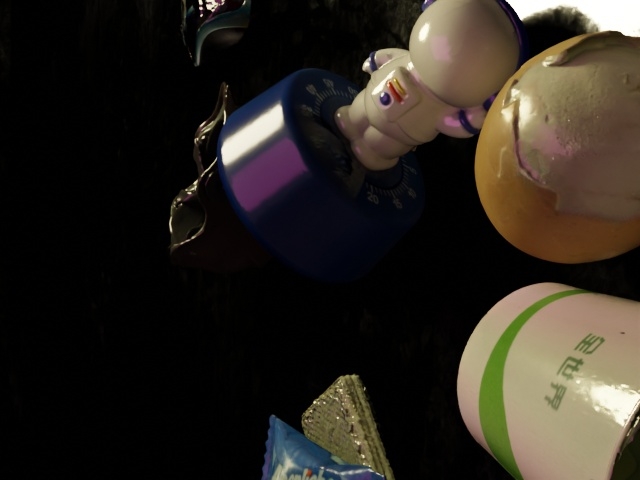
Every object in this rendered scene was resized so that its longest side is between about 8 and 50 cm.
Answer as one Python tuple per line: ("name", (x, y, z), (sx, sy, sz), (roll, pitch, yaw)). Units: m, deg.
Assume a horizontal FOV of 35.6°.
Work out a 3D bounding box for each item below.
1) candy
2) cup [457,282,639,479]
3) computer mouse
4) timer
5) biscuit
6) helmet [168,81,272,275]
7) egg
("candy", (-0.011, 0.366, 1.378), (0.331, 0.077, 0.187), (7, 89, 59))
("cup", (0.268, 0.159, 0.888), (0.274, 0.253, 0.253), (25, 111, 62))
("computer mouse", (-0.188, -0.393, 1.736), (0.233, 0.096, 0.137), (-37, 59, 50))
("timer", (0.089, -0.148, 1.201), (0.383, 0.270, 0.270), (-37, 57, 33))
("biscuit", (0.043, 0.327, 1.402), (0.147, 0.046, 0.250), (-49, 49, 45))
("helmet", (-0.120, -0.078, 1.540), (0.225, 0.177, 0.305), (-98, 31, -61))
("egg", (0.249, -0.077, 0.951), (0.244, 0.201, 0.201), (121, 138, -57))
